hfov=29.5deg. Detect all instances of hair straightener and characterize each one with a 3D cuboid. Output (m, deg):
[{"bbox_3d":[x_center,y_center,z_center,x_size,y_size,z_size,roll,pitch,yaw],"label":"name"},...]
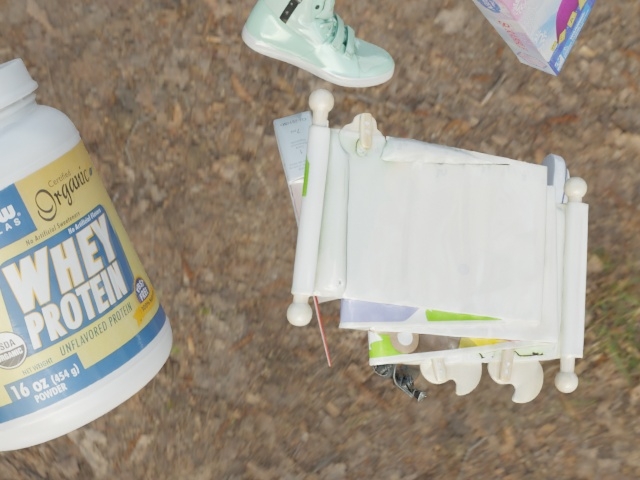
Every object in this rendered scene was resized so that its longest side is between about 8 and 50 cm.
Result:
[{"bbox_3d":[0.135,0.214,1.924,0.089,0.230,0.047,34,86,12],"label":"hair straightener"}]

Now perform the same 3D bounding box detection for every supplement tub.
[{"bbox_3d":[-0.189,0.008,0.723,0.144,0.144,0.199,-28,106,-15],"label":"supplement tub"}]

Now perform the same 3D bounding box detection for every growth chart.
[{"bbox_3d":[0.085,0.013,0.798,0.237,0.021,0.172,14,84,-25],"label":"growth chart"}]

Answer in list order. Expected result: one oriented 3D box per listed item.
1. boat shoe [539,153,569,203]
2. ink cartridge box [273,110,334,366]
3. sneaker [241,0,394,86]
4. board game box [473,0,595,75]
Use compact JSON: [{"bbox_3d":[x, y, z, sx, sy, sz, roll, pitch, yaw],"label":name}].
[{"bbox_3d":[0.391,-0.012,2.003,0.084,0.095,0.258,10,80,-16],"label":"boat shoe"},{"bbox_3d":[0.000,0.000,1.684,0.060,0.275,0.239,-14,50,-1],"label":"ink cartridge box"},{"bbox_3d":[0.023,-0.332,1.878,0.256,0.151,0.094,14,42,-21],"label":"sneaker"},{"bbox_3d":[0.312,-0.408,1.552,0.066,0.318,0.318,27,92,27],"label":"board game box"}]
